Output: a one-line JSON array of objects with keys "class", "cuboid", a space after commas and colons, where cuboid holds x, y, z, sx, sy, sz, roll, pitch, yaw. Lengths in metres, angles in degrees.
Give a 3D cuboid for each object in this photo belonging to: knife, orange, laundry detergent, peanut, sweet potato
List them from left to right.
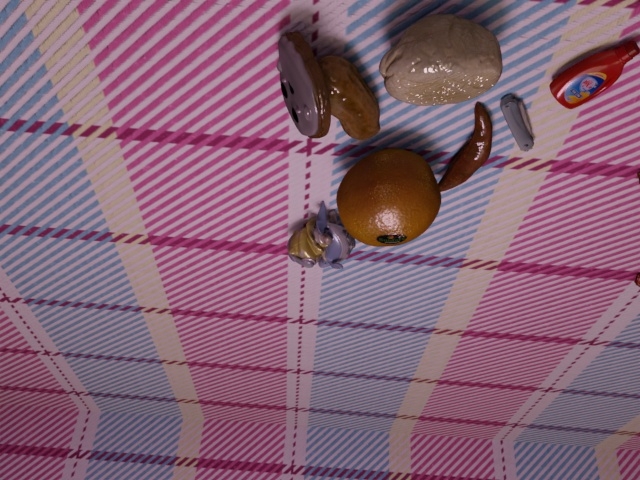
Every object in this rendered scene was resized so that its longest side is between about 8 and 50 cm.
[{"class": "peanut", "cuboid": [0.052, -0.281, 1.309, 0.108, 0.095, 0.226, 0, 153, 35]}, {"class": "orange", "cuboid": [0.153, -0.093, 1.470, 0.236, 0.236, 0.236, 3, 146, 2]}, {"class": "sweet potato", "cuboid": [0.330, -0.192, 1.445, 0.078, 0.058, 0.255, 25, 142, 5]}, {"class": "knife", "cuboid": [0.418, -0.247, 1.381, 0.044, 0.023, 0.162, -18, 140, 24]}, {"class": "laundry detergent", "cuboid": [0.527, -0.315, 1.244, 0.097, 0.049, 0.165, 21, 142, -36]}]

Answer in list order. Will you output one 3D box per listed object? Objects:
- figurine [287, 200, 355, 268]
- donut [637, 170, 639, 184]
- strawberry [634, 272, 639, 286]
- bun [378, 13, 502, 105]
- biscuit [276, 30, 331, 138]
[{"class": "figurine", "cuboid": [0.000, 0.000, 1.713, 0.184, 0.128, 0.208, 2, 138, 8]}, {"class": "donut", "cuboid": [0.822, -0.122, 1.432, 0.217, 0.141, 0.085, -14, 153, 38]}, {"class": "strawberry", "cuboid": [0.969, 0.123, 1.857, 0.152, 0.048, 0.104, -1, 143, 2]}, {"class": "bun", "cuboid": [0.211, -0.327, 1.182, 0.220, 0.134, 0.220, -2, 174, 0]}, {"class": "biscuit", "cuboid": [-0.038, -0.282, 1.245, 0.049, 0.181, 0.208, -20, 154, -15]}]
